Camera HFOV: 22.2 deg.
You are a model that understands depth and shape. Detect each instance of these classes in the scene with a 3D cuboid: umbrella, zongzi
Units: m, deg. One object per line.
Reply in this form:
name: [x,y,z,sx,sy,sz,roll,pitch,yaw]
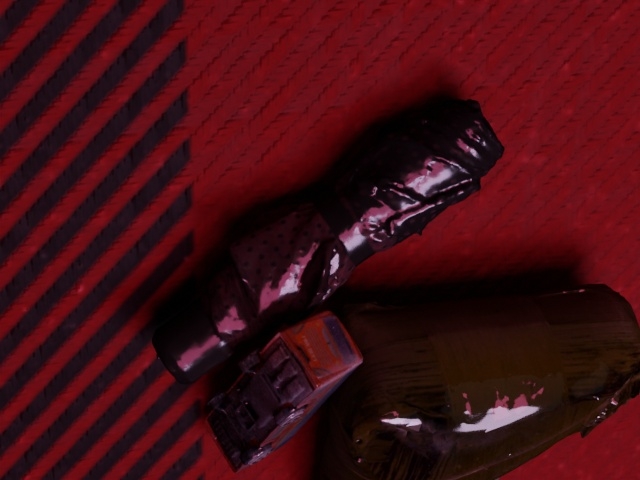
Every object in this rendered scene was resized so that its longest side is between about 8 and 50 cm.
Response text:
umbrella: [0.000,0.000,1.294,0.326,0.094,0.090,-35,169,1]
zongzi: [0.129,0.173,1.429,0.274,0.145,0.300,-6,135,-16]

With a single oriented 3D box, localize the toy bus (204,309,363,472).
toy bus: [-0.033,0.124,1.317,0.077,0.065,0.192,-24,165,-31]
